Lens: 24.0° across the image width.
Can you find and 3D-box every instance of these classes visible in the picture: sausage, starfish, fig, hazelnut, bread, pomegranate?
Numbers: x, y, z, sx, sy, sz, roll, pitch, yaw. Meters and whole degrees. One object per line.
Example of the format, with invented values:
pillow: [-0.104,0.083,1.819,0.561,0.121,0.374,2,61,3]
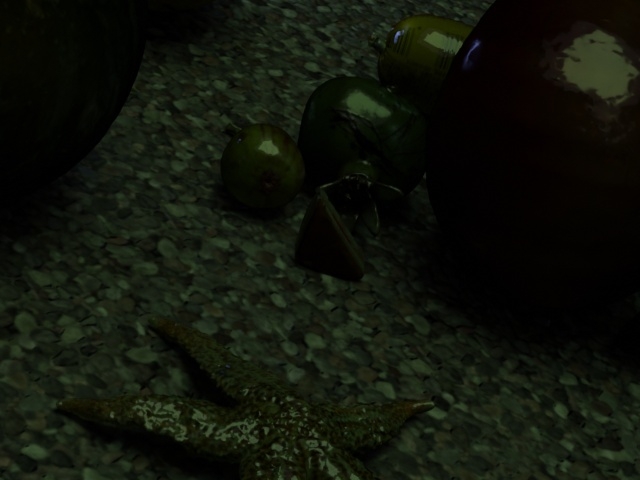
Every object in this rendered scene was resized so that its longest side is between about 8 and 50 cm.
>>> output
sausage: [0.221,-0.192,1.883,0.347,0.123,0.123,19,36,-8]
starfish: [-0.048,0.184,1.297,0.358,0.078,0.347,12,40,-15]
fig: [-0.072,-0.106,1.634,0.093,0.093,0.166,4,43,-25]
hazelnut: [0.292,-0.105,1.626,0.359,0.359,0.409,34,39,15]
bread: [0.000,0.000,1.573,0.062,0.109,0.043,-21,31,13]
pomegranate: [0.042,-0.092,1.653,0.152,0.131,0.191,24,43,-4]

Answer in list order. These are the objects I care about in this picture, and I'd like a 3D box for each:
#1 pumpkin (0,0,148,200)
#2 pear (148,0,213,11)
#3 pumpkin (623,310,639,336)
pumpkin: [-0.378,-0.238,1.414,0.454,0.344,0.454,23,28,-13]
pear: [-0.197,-0.421,1.803,0.314,0.314,0.314,15,36,-11]
pumpkin: [0.438,0.102,1.653,0.163,0.111,0.278,49,28,11]
